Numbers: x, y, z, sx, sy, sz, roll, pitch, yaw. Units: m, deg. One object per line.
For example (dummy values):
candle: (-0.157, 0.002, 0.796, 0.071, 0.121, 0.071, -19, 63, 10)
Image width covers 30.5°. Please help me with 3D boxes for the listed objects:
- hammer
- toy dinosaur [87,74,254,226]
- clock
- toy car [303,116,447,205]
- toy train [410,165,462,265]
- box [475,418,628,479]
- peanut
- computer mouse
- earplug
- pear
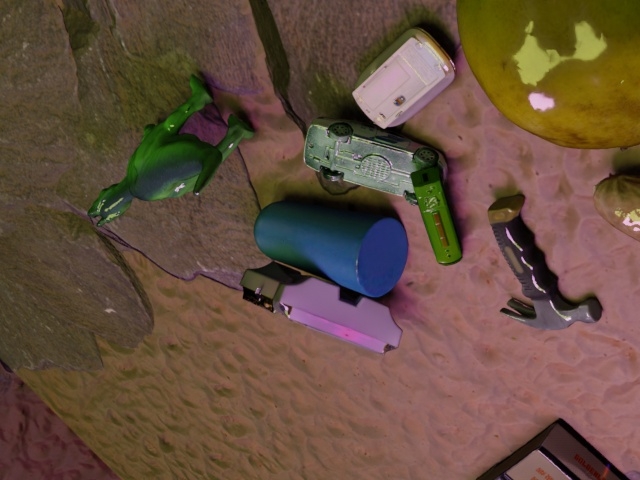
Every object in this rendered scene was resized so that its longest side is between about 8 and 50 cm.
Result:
hammer: (0.314, 0.038, 1.771, 0.159, 0.041, 0.226, -9, 118, 45)
toy dinosaur: (-0.294, -0.090, 1.940, 0.374, 0.500, 0.144, -39, 105, 18)
clock: (0.000, 0.110, 1.994, 0.253, 0.083, 0.186, 23, 177, -26)
toy car: (0.087, -0.129, 1.804, 0.224, 0.076, 0.090, 17, 131, 6)
toy train: (0.184, -0.021, 1.800, 0.044, 0.042, 0.209, -14, 133, 9)
box: (0.394, 0.457, 2.044, 0.198, 0.084, 0.310, 42, 143, 5)
peanut: (0.455, -0.018, 1.544, 0.214, 0.099, 0.099, 42, 143, 9)
computer mouse: (0.122, -0.236, 1.697, 0.102, 0.045, 0.199, 47, 143, -3)
earplug: (0.000, 0.000, 1.972, 0.273, 0.132, 0.132, 15, 133, 39)
pear: (0.313, -0.232, 1.348, 0.287, 0.287, 0.375, 13, 150, 36)
